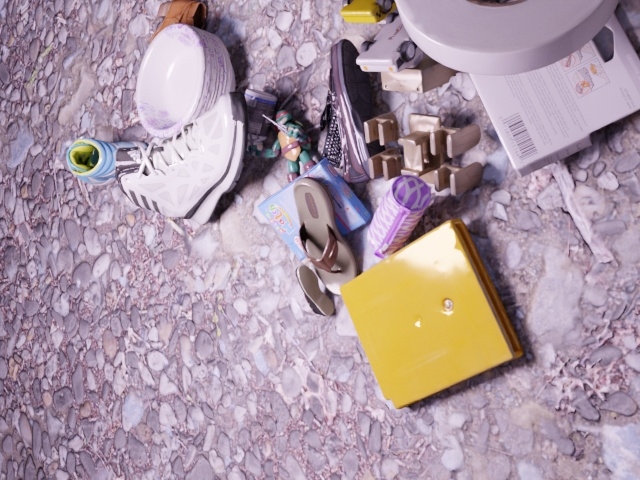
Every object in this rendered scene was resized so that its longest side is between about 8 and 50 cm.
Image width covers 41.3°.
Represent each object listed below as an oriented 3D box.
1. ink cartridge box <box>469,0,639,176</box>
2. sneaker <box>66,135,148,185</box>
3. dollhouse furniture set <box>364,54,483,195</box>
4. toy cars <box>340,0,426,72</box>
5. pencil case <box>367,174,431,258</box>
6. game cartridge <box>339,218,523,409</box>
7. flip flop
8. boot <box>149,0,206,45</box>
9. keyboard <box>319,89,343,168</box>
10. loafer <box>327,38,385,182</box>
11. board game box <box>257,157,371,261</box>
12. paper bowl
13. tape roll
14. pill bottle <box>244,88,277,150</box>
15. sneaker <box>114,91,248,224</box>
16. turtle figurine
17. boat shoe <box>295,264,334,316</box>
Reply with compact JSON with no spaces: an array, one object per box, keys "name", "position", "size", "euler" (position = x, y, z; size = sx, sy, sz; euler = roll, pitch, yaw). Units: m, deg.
[{"name":"ink cartridge box","position":[0.405,-0.298,1.484],"size":[0.261,0.066,0.296],"euler":[-26,71,16]},{"name":"sneaker","position":[-0.648,-0.225,2.375],"size":[0.319,0.208,0.127],"euler":[-9,85,43]},{"name":"dollhouse furniture set","position":[0.216,-0.232,1.643],"size":[0.212,0.161,0.242],"euler":[15,122,42]},{"name":"toy cars","position":[0.139,-0.414,1.628],"size":[0.177,0.087,0.393],"euler":[-20,38,7]},{"name":"pencil case","position":[0.148,-0.044,1.653],"size":[0.086,0.088,0.206],"euler":[29,149,6]},{"name":"game cartridge","position":[0.206,0.153,1.668],"size":[0.324,0.053,0.285],"euler":[-34,72,40]},{"name":"flip flop","position":[0.000,0.000,1.794],"size":[0.112,0.080,0.277],"euler":[-1,119,32]},{"name":"boot","position":[-0.368,-0.531,2.210],"size":[0.152,0.073,0.197],"euler":[12,100,39]},{"name":"keyboard","position":[0.032,-0.259,1.853],"size":[0.100,0.038,0.192],"euler":[25,106,41]},{"name":"loafer","position":[0.056,-0.266,1.771],"size":[0.095,0.109,0.302],"euler":[-18,83,33]},{"name":"board game box","position":[-0.017,-0.063,1.844],"size":[0.211,0.039,0.160],"euler":[-31,102,38]},{"name":"paper bowl","position":[-0.321,-0.382,2.102],"size":[0.284,0.148,0.284],"euler":[-6,81,46]},{"name":"tape roll","position":[0.312,-0.461,1.434],"size":[0.392,0.072,0.391],"euler":[-6,67,14]},{"name":"pill bottle","position":[-0.155,-0.282,2.000],"size":[0.078,0.078,0.137],"euler":[30,110,39]},{"name":"sneaker","position":[-0.334,-0.186,1.963],"size":[0.447,0.258,0.169],"euler":[126,143,-50]},{"name":"turtle figurine","position":[-0.069,-0.208,1.894],"size":[0.175,0.118,0.234],"euler":[-31,82,56]},{"name":"boat shoe","position":[-0.020,0.111,1.858],"size":[0.042,0.049,0.133],"euler":[-6,123,49]}]
